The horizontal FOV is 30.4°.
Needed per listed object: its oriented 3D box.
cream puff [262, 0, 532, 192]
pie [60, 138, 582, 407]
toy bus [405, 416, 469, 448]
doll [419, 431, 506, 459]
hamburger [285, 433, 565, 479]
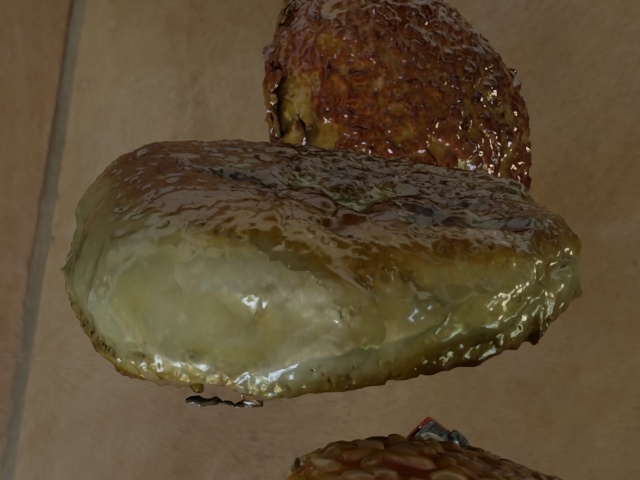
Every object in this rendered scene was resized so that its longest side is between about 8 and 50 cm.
[{"bbox_3d":[0.080,-0.084,1.091,0.228,0.350,0.351,-5,85,11],"label":"cream puff"},{"bbox_3d":[0.000,0.000,0.677,0.315,0.315,0.092,-2,106,-14],"label":"pie"},{"bbox_3d":[0.171,0.274,1.296,0.065,0.192,0.077,-42,135,-14],"label":"toy bus"},{"bbox_3d":[0.162,0.225,1.105,0.135,0.113,0.071,12,60,30],"label":"doll"},{"bbox_3d":[0.096,0.239,0.541,0.329,0.330,0.250,17,94,-11],"label":"hamburger"}]
